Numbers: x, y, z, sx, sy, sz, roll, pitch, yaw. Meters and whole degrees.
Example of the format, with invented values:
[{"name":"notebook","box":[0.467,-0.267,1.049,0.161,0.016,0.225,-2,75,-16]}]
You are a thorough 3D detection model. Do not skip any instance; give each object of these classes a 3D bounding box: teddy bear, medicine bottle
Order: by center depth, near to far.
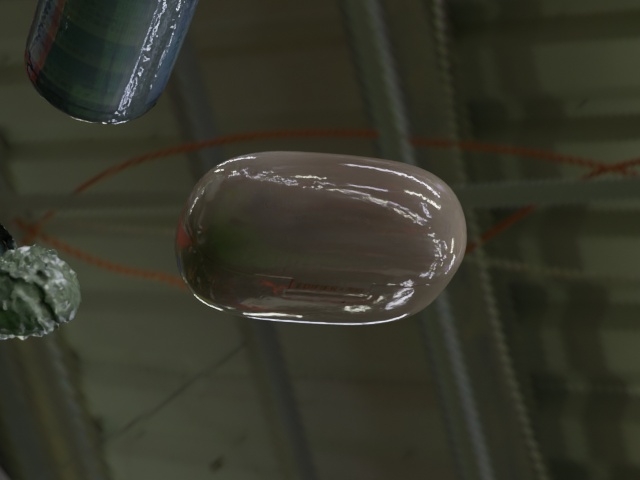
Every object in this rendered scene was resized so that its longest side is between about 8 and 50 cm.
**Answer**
[{"name":"teddy bear","box":[-0.212,0.011,1.026,0.133,0.111,0.213,41,-3,-28]},{"name":"medicine bottle","box":[-0.095,-0.152,1.029,0.083,0.083,0.203,40,-42,10]}]

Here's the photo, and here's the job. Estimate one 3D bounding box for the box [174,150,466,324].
[{"name":"box","box":[0.000,0.000,1.367,0.146,0.200,0.088,117,-28,-54]}]
